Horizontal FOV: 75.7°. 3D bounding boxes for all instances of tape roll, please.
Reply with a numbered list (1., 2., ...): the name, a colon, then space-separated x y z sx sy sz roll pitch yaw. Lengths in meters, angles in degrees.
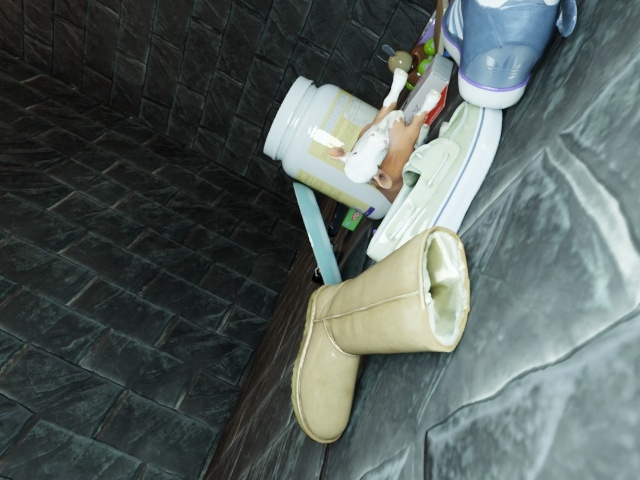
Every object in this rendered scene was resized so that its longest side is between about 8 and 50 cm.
1. tape roll: 0.429 -0.770 1.480 0.189 0.080 0.189 -62 6 11

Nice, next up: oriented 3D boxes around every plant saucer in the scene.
1. plant saucer: 0.000 0.000 1.036 0.044 0.317 0.317 -19 8 0

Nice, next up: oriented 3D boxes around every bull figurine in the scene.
1. bull figurine: 0.127 -0.148 0.677 0.188 0.101 0.310 -59 -24 2

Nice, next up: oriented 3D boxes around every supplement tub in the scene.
1. supplement tub: 0.054 -0.224 1.005 0.241 0.331 0.241 -61 6 11

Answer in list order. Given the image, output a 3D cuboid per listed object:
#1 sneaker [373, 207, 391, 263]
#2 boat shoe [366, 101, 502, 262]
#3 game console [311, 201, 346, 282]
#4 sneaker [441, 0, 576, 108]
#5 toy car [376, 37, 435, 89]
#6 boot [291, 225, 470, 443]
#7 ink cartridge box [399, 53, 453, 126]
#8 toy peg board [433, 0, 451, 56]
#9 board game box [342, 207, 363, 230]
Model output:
1. sneaker: 0.111 0.018 0.687 0.170 0.071 0.068 -66 6 -23
2. boat shoe: 0.164 -0.087 0.581 0.302 0.094 0.109 -64 6 -14
3. game console: 0.039 -0.030 1.379 0.213 0.044 0.361 105 -177 -84
4. sneaker: 0.249 -0.361 0.562 0.236 0.130 0.323 85 -167 -48
5. toy car: 0.295 -0.637 1.448 0.155 0.188 0.149 170 116 -83
6. boot: 0.060 0.131 0.507 0.269 0.089 0.236 -33 52 56
7. ink cartridge box: 0.255 -0.341 1.146 0.275 0.060 0.239 -56 7 49
8. toy peg board: 0.366 -0.603 1.145 0.161 0.079 0.160 79 -166 -53
9. board game box: 0.159 -0.197 1.393 0.213 0.046 0.317 -60 6 33
